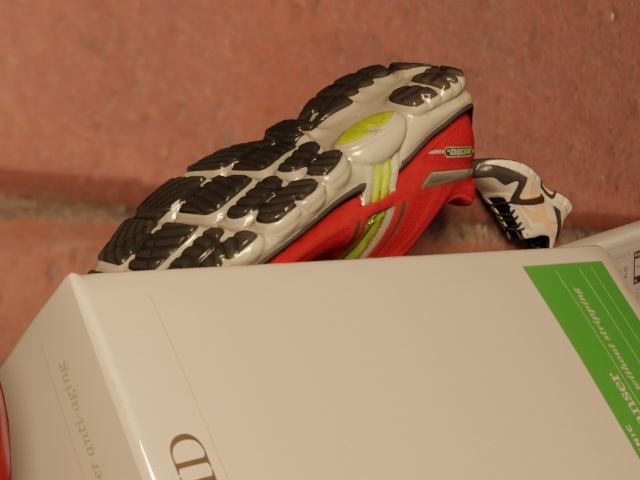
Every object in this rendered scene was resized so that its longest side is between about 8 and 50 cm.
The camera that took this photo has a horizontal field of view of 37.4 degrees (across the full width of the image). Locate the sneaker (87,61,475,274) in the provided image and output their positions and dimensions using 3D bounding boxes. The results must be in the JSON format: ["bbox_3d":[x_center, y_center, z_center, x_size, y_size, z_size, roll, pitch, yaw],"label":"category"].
[{"bbox_3d":[0.000,0.000,0.520,0.279,0.107,0.118,-34,121,-31],"label":"sneaker"}]

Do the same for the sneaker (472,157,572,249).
[{"bbox_3d":[0.140,-0.025,0.669,0.109,0.040,0.044,27,76,-36],"label":"sneaker"}]

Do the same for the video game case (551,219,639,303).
[{"bbox_3d":[0.205,0.099,0.719,0.227,0.026,0.206,-14,107,-39],"label":"video game case"}]

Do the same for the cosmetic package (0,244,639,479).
[{"bbox_3d":[0.038,0.123,0.452,0.365,0.155,0.197,-2,57,-46],"label":"cosmetic package"}]

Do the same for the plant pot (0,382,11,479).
[{"bbox_3d":[-0.204,0.068,0.295,0.174,0.191,0.191,-14,100,-41],"label":"plant pot"}]
